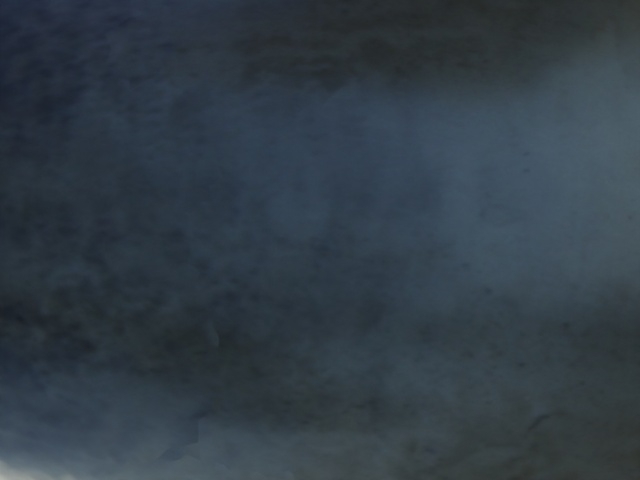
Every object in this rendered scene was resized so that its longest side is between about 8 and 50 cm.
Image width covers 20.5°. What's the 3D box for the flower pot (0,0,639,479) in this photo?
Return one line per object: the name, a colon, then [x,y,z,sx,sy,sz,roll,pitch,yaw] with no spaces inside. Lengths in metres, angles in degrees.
flower pot: [0.000,0.000,0.705,0.293,0.330,0.293,-174,90,-87]
